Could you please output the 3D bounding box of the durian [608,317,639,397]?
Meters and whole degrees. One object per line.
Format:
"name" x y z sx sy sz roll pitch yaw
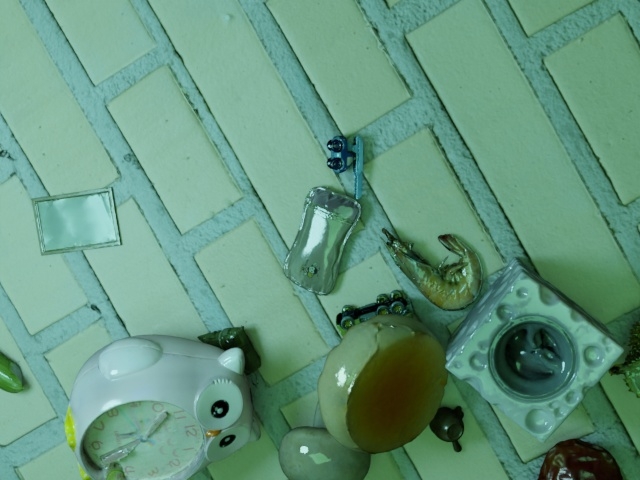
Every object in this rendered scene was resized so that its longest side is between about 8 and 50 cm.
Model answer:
"durian" 0.694 0.228 1.662 0.237 0.138 0.194 -11 98 8

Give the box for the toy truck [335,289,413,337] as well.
"toy truck" 0.125 0.181 1.788 0.168 0.077 0.100 -18 107 8

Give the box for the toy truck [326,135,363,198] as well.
"toy truck" 0.052 -0.157 1.769 0.074 0.063 0.136 0 100 -10

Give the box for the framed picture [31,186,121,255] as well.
"framed picture" -0.566 -0.043 1.911 0.200 0.010 0.136 -7 95 10

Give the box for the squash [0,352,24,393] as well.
"squash" -0.798 0.285 1.961 0.239 0.069 0.069 35 101 4

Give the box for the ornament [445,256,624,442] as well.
"ornament" 0.418 0.210 1.655 0.240 0.240 0.239 38 100 4

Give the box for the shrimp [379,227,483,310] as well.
"shrimp" 0.240 0.042 1.767 0.251 0.052 0.143 40 91 -5

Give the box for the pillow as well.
"pillow" 0.000 0.000 1.804 0.130 0.038 0.233 23 102 11

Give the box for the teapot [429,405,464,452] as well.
"teapot" 0.292 0.414 1.792 0.085 0.080 0.110 -31 105 -9

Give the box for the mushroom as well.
"mushroom" 0.011 0.446 1.797 0.204 0.204 0.204 1 97 10

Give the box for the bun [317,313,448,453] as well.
"bun" 0.113 0.281 1.705 0.164 0.298 0.299 26 104 50

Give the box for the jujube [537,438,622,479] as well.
"jujube" 0.529 0.540 1.713 0.174 0.174 0.251 19 97 7

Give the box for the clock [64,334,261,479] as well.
"clock" -0.334 0.355 1.782 0.376 0.250 0.368 -11 121 -4

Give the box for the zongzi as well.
"zongzi" -0.201 0.270 1.876 0.130 0.062 0.154 -15 111 32
